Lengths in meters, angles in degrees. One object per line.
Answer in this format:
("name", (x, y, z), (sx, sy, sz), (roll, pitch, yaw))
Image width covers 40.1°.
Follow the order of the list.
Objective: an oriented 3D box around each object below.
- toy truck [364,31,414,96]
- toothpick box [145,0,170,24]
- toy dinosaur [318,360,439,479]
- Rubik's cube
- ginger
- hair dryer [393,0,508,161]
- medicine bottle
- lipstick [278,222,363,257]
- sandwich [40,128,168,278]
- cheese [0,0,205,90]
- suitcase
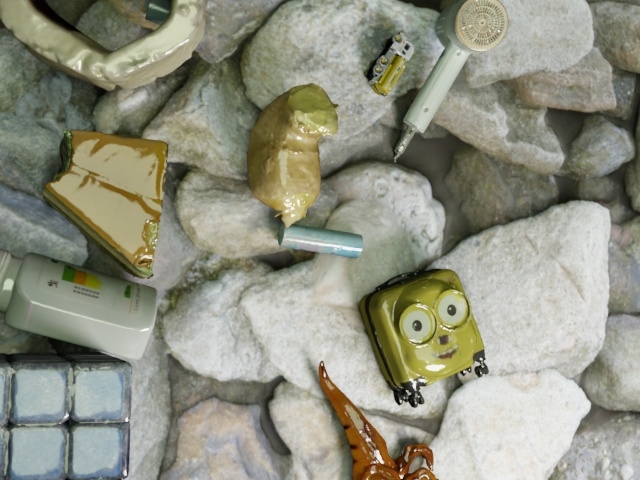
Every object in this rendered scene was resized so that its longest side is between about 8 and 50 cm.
("toy truck", (0.137, -0.348, 1.737), (0.063, 0.052, 0.123), (36, 76, -17))
("toothpick box", (-0.274, -0.415, 1.606), (0.083, 0.052, 0.052), (17, 80, -15))
("toy dinosaur", (0.122, 0.427, 1.641), (0.208, 0.097, 0.432), (-7, 83, -9))
("Rubik's cube", (-0.472, 0.340, 1.319), (0.344, 0.344, 0.337), (3, 84, -19))
("ginger", (-0.059, -0.161, 1.610), (0.138, 0.152, 0.267), (4, 102, -44))
("hair dryer", (0.229, -0.315, 1.735), (0.107, 0.173, 0.357), (31, 95, -9))
("medicine bottle", (-0.424, 0.098, 1.451), (0.296, 0.161, 0.111), (17, 111, -14))
("lipstick", (0.000, 0.000, 1.661), (0.158, 0.048, 0.048), (9, 82, -17))
("sandwich", (-0.373, -0.059, 1.488), (0.198, 0.155, 0.227), (7, 83, -16))
("cheese", (-0.365, -0.406, 1.492), (0.332, 0.153, 0.292), (36, 88, -2))
("suitcase", (0.198, 0.174, 1.659), (0.194, 0.143, 0.235), (-20, 91, -19))
